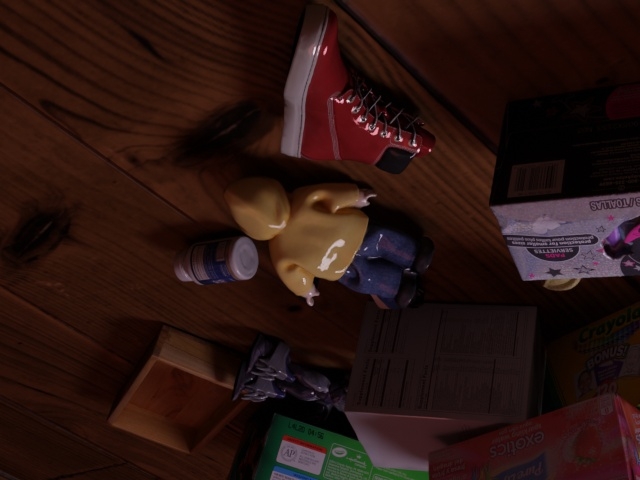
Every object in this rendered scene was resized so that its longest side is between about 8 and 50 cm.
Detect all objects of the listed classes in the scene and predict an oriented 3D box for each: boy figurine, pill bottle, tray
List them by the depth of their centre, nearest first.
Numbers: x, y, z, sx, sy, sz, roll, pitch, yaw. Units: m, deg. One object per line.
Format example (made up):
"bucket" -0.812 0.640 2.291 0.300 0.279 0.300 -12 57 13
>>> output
"boy figurine" 0.000 0.000 1.236 0.285 0.092 0.177 21 105 -8
"pill bottle" -0.159 0.032 1.399 0.120 0.067 0.067 -8 140 31
"tray" -0.276 0.305 1.837 0.203 0.076 0.411 24 145 -12

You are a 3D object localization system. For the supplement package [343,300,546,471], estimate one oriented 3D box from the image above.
"supplement package" 0.200 0.227 1.423 0.263 0.198 0.199 0 143 20

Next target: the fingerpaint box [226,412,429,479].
"fingerpaint box" 0.064 0.479 1.798 0.445 0.163 0.371 20 163 -7

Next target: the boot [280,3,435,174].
"boot" 0.049 -0.159 1.030 0.176 0.088 0.244 12 154 3

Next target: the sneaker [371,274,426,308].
"sneaker" 0.097 0.054 1.336 0.085 0.058 0.152 -3 147 34

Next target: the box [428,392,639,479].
"box" 0.305 0.331 1.239 0.300 0.142 0.154 -28 132 34

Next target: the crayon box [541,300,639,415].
"crayon box" 0.433 0.186 1.303 0.081 0.165 0.278 28 144 -18

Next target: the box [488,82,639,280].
"box" 0.325 -0.060 0.990 0.247 0.163 0.142 -5 140 28

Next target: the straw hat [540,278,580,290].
"straw hat" 0.314 0.031 1.219 0.145 0.061 0.144 10 146 7

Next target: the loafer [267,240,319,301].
"loafer" -0.040 0.023 1.355 0.061 0.062 0.170 11 137 22

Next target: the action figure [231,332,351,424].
"action figure" -0.005 0.265 1.653 0.285 0.099 0.185 19 141 -11
